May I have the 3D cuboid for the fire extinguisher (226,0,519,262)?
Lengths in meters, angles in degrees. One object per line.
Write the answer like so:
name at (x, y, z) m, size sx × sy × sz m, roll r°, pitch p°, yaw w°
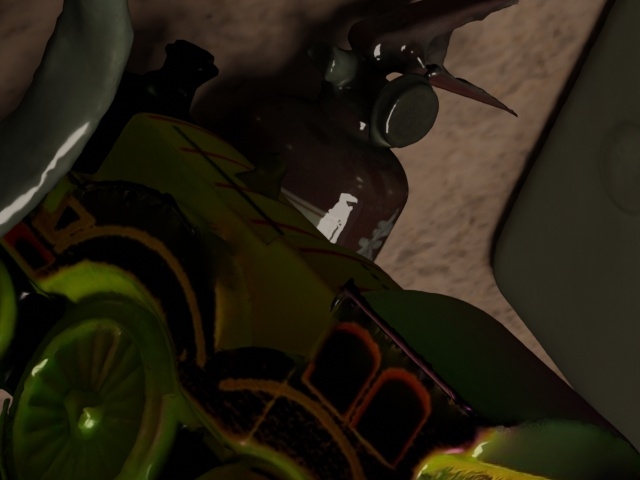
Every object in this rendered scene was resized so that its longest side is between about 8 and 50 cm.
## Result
fire extinguisher at (-0.007, -0.004, 0.780) m, size 0.252 × 0.075 × 0.106 m, roll -61°, pitch 156°, yaw 13°

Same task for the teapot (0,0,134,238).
teapot at (-0.178, -0.023, 0.562) m, size 0.270 × 0.200 × 0.337 m, roll -23°, pitch 147°, yaw -33°

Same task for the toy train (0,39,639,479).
toy train at (-0.033, 0.044, 0.655) m, size 0.100 × 0.296 × 0.160 m, roll 20°, pitch 106°, yaw -47°

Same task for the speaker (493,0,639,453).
speaker at (0.237, -0.058, 0.787) m, size 0.183 × 0.184 × 0.406 m, roll -5°, pitch 137°, yaw -28°
